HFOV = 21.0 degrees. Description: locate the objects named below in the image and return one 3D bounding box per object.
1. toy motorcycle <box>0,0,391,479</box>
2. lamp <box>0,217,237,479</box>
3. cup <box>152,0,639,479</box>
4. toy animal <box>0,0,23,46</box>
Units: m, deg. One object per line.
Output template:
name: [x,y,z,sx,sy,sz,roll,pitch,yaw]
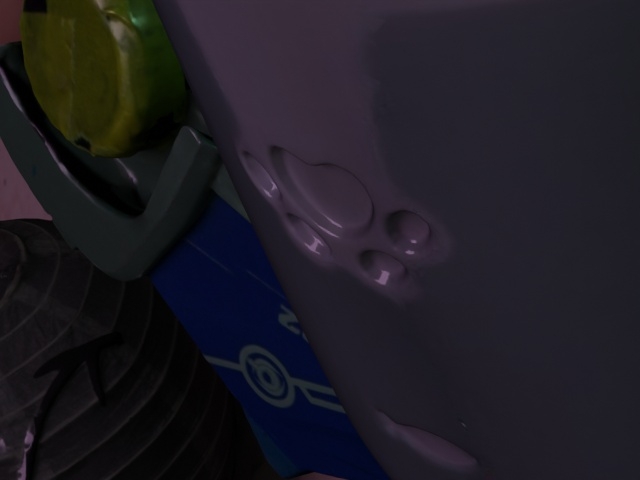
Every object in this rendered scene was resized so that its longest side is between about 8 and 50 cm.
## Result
toy motorcycle: [0.000,0.000,0.804,0.326,0.191,0.200,55,140,20]
lamp: [-0.158,0.108,0.966,0.265,0.233,0.233,2,88,38]
cup: [0.144,-0.056,0.508,0.356,0.274,0.259,-6,43,17]
toy animal: [-0.173,-0.208,1.046,0.256,0.195,0.213,-56,36,39]
